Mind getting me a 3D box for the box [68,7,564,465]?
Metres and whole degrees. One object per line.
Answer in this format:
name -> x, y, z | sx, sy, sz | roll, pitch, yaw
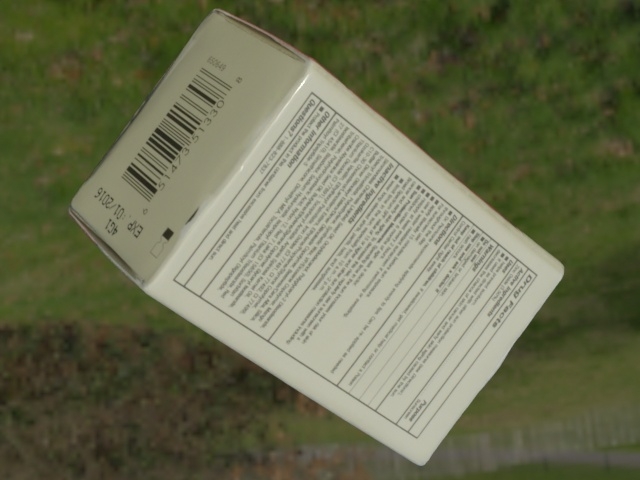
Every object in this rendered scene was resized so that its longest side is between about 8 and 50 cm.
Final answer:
box -> 0.000, 0.000, 0.870 | 0.232, 0.149, 0.127 | 37, 180, -36
